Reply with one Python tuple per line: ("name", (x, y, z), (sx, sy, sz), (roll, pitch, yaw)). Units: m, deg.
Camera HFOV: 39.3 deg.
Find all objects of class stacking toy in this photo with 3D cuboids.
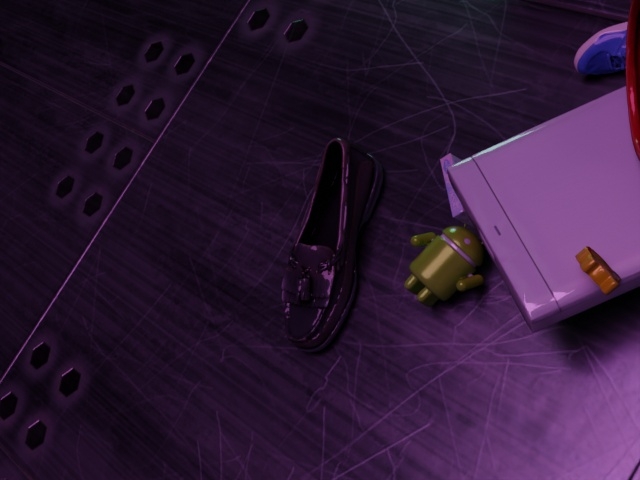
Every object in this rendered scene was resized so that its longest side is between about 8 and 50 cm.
("stacking toy", (0.389, 0.045, 0.881), (0.167, 0.052, 0.221), (-45, 76, 20))

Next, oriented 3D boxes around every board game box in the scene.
("board game box", (0.195, -0.057, 1.146), (0.020, 0.090, 0.090), (-32, 51, 35))

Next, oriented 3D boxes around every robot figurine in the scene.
("robot figurine", (0.160, 0.030, 1.140), (0.115, 0.067, 0.101), (-47, 59, 5))

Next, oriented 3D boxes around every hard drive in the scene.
("hard drive", (0.352, -0.066, 1.019), (0.353, 0.047, 0.233), (-24, 54, 3))

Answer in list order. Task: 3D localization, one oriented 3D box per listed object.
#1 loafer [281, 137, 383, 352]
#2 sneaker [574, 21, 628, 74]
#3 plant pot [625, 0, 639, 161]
("loafer", (0.000, 0.000, 1.242), (0.109, 0.095, 0.302), (5, 69, 35))
("sneaker", (0.400, -0.231, 1.123), (0.152, 0.058, 0.084), (-19, 49, 17))
("plant pot", (0.416, -0.177, 0.923), (0.174, 0.191, 0.191), (-6, 62, 12))
